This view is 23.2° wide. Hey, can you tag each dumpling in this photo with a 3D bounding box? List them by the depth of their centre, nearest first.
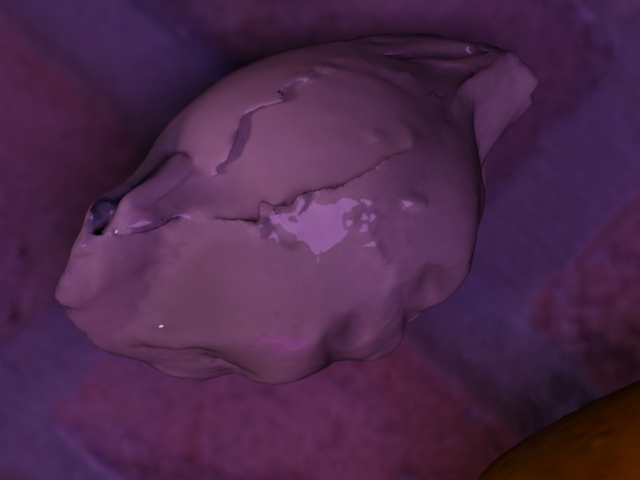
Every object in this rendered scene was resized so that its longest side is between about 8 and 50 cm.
[{"bbox_3d":[0.000,0.000,0.548,0.188,0.108,0.127,-28,135,-19],"label":"dumpling"}]

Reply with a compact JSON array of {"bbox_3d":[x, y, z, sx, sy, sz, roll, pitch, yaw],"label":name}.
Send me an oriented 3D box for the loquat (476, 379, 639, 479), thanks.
[{"bbox_3d":[0.147,0.156,0.544,0.213,0.246,0.213,-4,112,-11],"label":"loquat"}]
